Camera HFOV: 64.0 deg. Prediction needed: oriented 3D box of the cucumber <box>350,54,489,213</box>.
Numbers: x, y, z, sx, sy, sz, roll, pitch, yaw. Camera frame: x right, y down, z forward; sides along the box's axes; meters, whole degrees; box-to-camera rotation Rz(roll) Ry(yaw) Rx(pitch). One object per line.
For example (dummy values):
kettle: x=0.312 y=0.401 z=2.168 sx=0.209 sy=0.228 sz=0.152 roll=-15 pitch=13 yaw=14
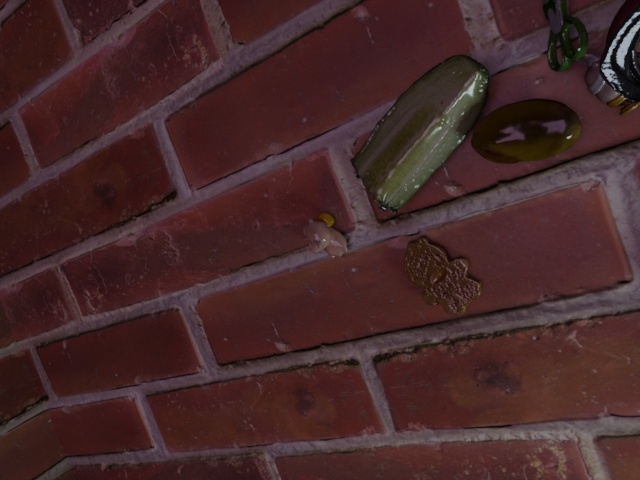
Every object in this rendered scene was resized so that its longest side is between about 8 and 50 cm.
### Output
cucumber: x=0.204 y=-0.216 z=1.013 sx=0.325 sy=0.105 sz=0.145 roll=-52 pitch=50 yaw=29

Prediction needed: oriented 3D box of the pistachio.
pistachio: x=0.371 y=-0.200 z=0.929 sx=0.189 sy=0.100 sz=0.110 roll=-7 pitch=78 yaw=38

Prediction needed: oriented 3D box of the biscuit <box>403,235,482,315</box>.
biscuit: x=0.255 y=0.079 z=1.104 sx=0.184 sy=0.027 sz=0.133 roll=31 pitch=117 yaw=20

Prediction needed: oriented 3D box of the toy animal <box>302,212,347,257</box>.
toy animal: x=0.000 y=0.000 z=1.189 sx=0.091 sy=0.082 sz=0.114 roll=-36 pitch=86 yaw=32

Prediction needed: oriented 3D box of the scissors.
scissors: x=0.402 y=-0.397 z=0.878 sx=0.027 sy=0.101 sz=0.204 roll=-12 pitch=83 yaw=-6

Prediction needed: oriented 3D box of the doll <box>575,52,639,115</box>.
doll: x=0.489 y=-0.277 z=0.856 sx=0.084 sy=0.073 sz=0.127 roll=-42 pitch=87 yaw=25

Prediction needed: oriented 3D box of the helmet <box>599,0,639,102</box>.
helmet: x=0.527 y=-0.310 z=0.751 sx=0.254 sy=0.154 sz=0.198 roll=13 pitch=139 yaw=-9
